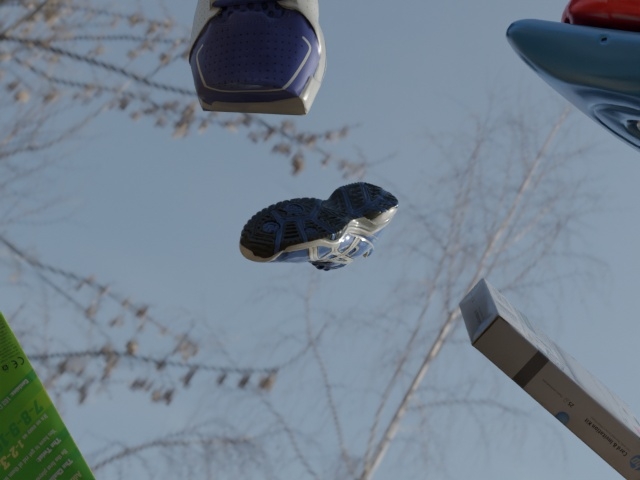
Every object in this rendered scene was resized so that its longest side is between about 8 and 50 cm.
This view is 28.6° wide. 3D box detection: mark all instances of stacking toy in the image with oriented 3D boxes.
[{"bbox_3d":[0.258,-0.195,0.730,0.166,0.301,0.175,27,-5,-40],"label":"stacking toy"}]

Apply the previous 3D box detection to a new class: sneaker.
[{"bbox_3d":[-0.060,-0.273,1.060,0.128,0.315,0.182,1,-29,13],"label":"sneaker"},{"bbox_3d":[0.000,0.000,1.340,0.080,0.211,0.081,39,-53,35],"label":"sneaker"}]

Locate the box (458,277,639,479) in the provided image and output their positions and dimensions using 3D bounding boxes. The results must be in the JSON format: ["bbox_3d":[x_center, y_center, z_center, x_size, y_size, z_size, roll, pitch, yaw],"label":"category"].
[{"bbox_3d":[0.205,0.119,1.099,0.186,0.145,0.038,40,-80,-6],"label":"box"}]

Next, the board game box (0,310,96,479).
[{"bbox_3d":[-0.273,0.203,1.097,0.259,0.124,0.039,60,-31,0],"label":"board game box"}]
